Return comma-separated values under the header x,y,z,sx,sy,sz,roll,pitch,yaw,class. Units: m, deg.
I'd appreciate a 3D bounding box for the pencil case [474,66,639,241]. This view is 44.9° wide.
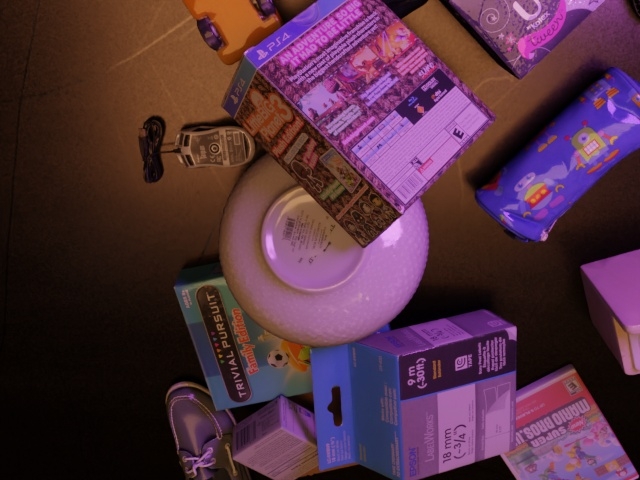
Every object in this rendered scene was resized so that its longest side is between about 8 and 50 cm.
x,y,z,sx,sy,sz,roll,pitch,yaw,class
0.387,-0.123,1.213,0.306,0.119,0.133,-45,81,16,pencil case

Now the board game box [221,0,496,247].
x,y,z,sx,sy,sz,roll,pitch,yaw,class
0.052,-0.181,1.085,0.291,0.141,0.232,46,62,1,board game box

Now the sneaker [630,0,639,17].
x,y,z,sx,sy,sz,roll,pitch,yaw,class
0.484,-0.374,1.157,0.044,0.040,0.109,-32,111,5,sneaker

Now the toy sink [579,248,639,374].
x,y,z,sx,sy,sz,roll,pitch,yaw,class
0.537,0.121,1.249,0.153,0.234,0.131,-17,110,6,toy sink

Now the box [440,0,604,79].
x,y,z,sx,sy,sz,roll,pitch,yaw,class
0.313,-0.378,1.102,0.163,0.142,0.247,43,107,-14,box

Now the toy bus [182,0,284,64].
x,y,z,sx,sy,sz,roll,pitch,yaw,class
-0.178,-0.420,1.096,0.108,0.130,0.332,-30,108,11,toy bus

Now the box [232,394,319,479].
x,y,z,sx,sy,sz,roll,pitch,yaw,class
-0.066,0.359,1.385,0.126,0.072,0.137,-37,125,24,box

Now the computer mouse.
x,y,z,sx,sy,sz,roll,pitch,yaw,class
-0.197,-0.148,1.254,0.193,0.042,0.106,-2,107,7,computer mouse

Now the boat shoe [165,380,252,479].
x,y,z,sx,sy,sz,roll,pitch,yaw,class
-0.203,0.410,1.443,0.116,0.099,0.319,-17,111,7,boat shoe

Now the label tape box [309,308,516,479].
x,y,z,sx,sy,sz,roll,pitch,yaw,class
0.162,0.271,1.303,0.334,0.106,0.240,-11,108,-19,label tape box

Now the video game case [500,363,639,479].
x,y,z,sx,sy,sz,roll,pitch,yaw,class
0.449,0.388,1.468,0.204,0.025,0.285,-31,109,12,video game case

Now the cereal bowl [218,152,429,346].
x,y,z,sx,sy,sz,roll,pitch,yaw,class
0.000,0.000,1.191,0.339,0.141,0.339,0,88,6,cereal bowl

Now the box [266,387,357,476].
x,y,z,sx,sy,sz,roll,pitch,yaw,class
0.000,0.348,1.458,0.164,0.021,0.201,-14,111,7,box

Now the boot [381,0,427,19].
x,y,z,sx,sy,sz,roll,pitch,yaw,class
0.114,-0.322,1.178,0.121,0.045,0.099,-10,109,12,boot

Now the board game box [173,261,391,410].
x,y,z,sx,sy,sz,roll,pitch,yaw,class
-0.052,0.142,1.346,0.336,0.079,0.253,-13,111,5,board game box
